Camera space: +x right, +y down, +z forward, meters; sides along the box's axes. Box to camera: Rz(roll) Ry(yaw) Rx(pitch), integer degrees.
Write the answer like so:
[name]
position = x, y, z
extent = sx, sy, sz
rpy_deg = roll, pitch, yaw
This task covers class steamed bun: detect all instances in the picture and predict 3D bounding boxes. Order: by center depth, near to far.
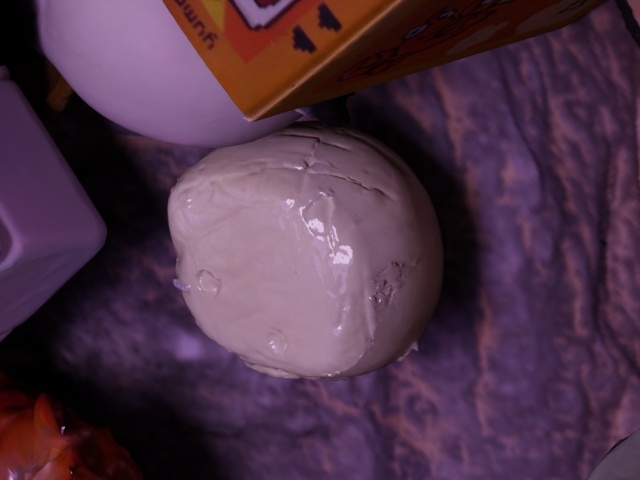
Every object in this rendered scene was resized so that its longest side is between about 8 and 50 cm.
[steamed bun]
position = 0.000, 0.000, 0.824
extent = 0.130, 0.091, 0.112
rpy_deg = 8, 115, 38

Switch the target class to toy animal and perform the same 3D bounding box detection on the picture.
[toy animal]
position = -0.084, -0.135, 0.766
extent = 0.235, 0.187, 0.165
rpy_deg = 17, 123, 1

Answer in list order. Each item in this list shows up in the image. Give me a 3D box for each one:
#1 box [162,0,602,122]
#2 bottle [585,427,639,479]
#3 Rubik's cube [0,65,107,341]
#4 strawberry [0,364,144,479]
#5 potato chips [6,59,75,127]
[box]
position = 0.056, -0.227, 0.603
extent = 0.283, 0.214, 0.259
rpy_deg = -36, 78, 45
[bottle]
position = 0.221, 0.222, 0.609
extent = 0.229, 0.229, 0.352
rpy_deg = 7, 126, 42
[Rubik's cube]
position = -0.362, -0.021, 0.880
extent = 0.322, 0.319, 0.316
rpy_deg = -39, 77, 30
[strawberry]
position = -0.181, 0.179, 1.006
extent = 0.280, 0.253, 0.150
rpy_deg = -40, 119, 20
[potato chips]
position = -0.162, -0.135, 0.948
extent = 0.150, 0.049, 0.202
rpy_deg = 53, 146, 8
